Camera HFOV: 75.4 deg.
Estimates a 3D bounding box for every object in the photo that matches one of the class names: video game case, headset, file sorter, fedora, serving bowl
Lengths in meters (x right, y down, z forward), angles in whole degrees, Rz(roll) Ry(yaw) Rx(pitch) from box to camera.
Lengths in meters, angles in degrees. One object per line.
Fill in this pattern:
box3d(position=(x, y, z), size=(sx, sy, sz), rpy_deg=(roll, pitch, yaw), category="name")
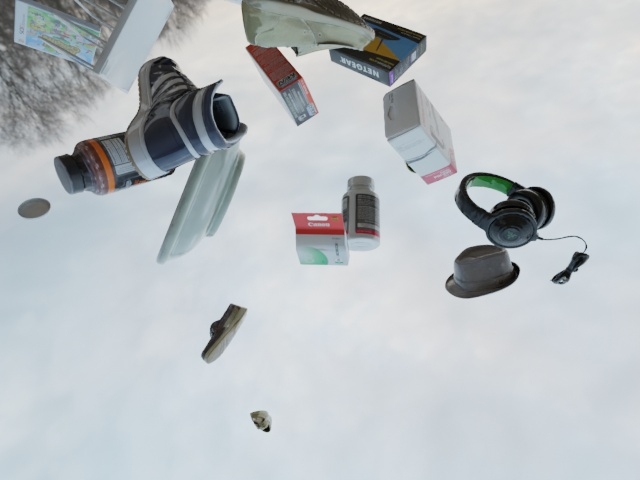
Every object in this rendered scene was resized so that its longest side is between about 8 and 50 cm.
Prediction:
box3d(position=(-0.808, -0.631, 1.270), size=(0.193, 0.213, 0.023), rpy_deg=(-22, -115, 50), category="video game case")
box3d(position=(0.562, -0.045, 1.189), size=(0.243, 0.185, 0.394), rpy_deg=(-29, -123, -36), category="headset")
box3d(position=(-0.535, -0.559, 1.049), size=(0.277, 0.173, 0.193), rpy_deg=(-60, -171, 3), category="file sorter")
box3d(position=(0.589, 0.096, 1.532), size=(0.276, 0.124, 0.243), rpy_deg=(-17, -162, 1), category="fedora")
box3d(position=(-0.828, -0.086, 1.205), size=(0.084, 0.027, 0.083), rpy_deg=(6, -131, -8), category="serving bowl")

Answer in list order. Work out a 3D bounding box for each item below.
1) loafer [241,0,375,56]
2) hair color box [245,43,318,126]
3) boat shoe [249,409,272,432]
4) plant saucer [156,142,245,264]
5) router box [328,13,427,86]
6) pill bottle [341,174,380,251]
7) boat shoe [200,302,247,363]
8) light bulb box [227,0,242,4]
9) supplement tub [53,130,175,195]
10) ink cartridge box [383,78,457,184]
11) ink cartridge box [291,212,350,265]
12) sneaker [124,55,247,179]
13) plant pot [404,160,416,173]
box3d(position=(-0.022, -0.373, 0.725), size=(0.269, 0.092, 0.101), rpy_deg=(-5, -127, -35), category="loafer")
box3d(position=(-0.074, -0.307, 0.792), size=(0.053, 0.093, 0.167), rpy_deg=(-32, -121, 2), category="hair color box")
box3d(position=(-0.177, 0.553, 1.264), size=(0.050, 0.135, 0.045), rpy_deg=(-17, -127, 6), category="boat shoe")
box3d(position=(-0.258, -0.121, 0.953), size=(0.101, 0.400, 0.400), rpy_deg=(22, -145, -18), category="plant saucer")
box3d(position=(0.127, -0.433, 0.936), size=(0.179, 0.046, 0.133), rpy_deg=(35, -106, 27), category="router box")
box3d(position=(0.179, -0.124, 1.862), size=(0.177, 0.176, 0.318), rpy_deg=(-4, -111, 17), category="pill bottle")
box3d(position=(-0.381, 0.348, 1.589), size=(0.093, 0.102, 0.285), rpy_deg=(23, -140, 8), category="boat shoe")
box3d(position=(-0.377, -0.892, 1.147), size=(0.225, 0.358, 0.361), rpy_deg=(-45, 176, 31), category="light bulb box")
box3d(position=(-0.387, -0.149, 0.790), size=(0.106, 0.106, 0.198), rpy_deg=(21, -144, 39), category="supplement tub")
box3d(position=(0.252, -0.267, 1.042), size=(0.092, 0.218, 0.158), rpy_deg=(-21, -126, 35), category="ink cartridge box")
box3d(position=(0.000, 0.000, 1.441), size=(0.181, 0.224, 0.056), rpy_deg=(1, -130, 13), category="ink cartridge box")
box3d(position=(-0.201, -0.218, 0.650), size=(0.153, 0.099, 0.282), rpy_deg=(-18, -131, 9), category="sneaker")
box3d(position=(0.325, -0.278, 1.438), size=(0.083, 0.083, 0.079), rpy_deg=(-19, -165, -1), category="plant pot")
